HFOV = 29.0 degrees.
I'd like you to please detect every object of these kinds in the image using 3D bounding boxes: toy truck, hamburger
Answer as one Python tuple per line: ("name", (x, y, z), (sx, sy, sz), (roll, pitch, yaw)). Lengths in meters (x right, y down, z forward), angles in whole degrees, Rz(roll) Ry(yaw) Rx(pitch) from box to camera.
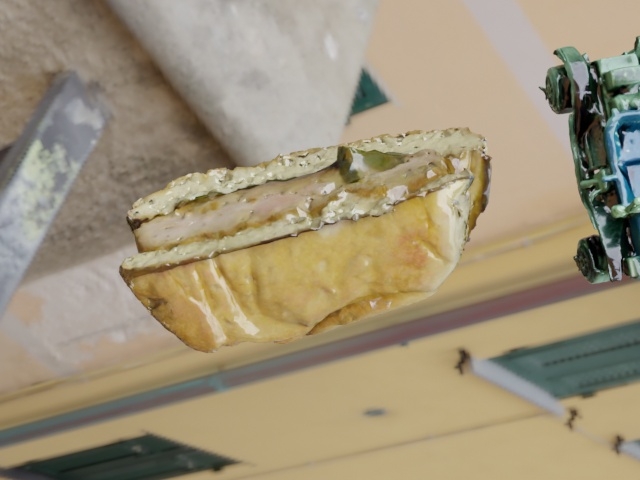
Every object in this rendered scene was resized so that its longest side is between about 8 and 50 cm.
("toy truck", (0.192, -0.052, 0.760), (0.078, 0.080, 0.154), (111, -31, -84))
("hamburger", (0.000, 0.000, 0.879), (0.124, 0.262, 0.131), (-94, 169, -56))
